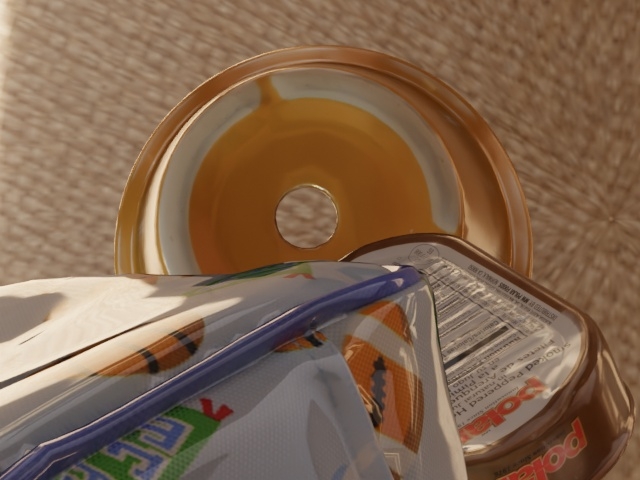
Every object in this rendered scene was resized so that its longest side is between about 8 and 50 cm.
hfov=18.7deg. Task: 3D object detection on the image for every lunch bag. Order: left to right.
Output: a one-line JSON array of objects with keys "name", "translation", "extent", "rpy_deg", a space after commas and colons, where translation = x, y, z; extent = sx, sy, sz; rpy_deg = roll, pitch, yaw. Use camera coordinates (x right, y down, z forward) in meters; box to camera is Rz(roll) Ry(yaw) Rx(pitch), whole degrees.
[{"name": "lunch bag", "translation": [-0.115, 0.095, 0.422], "extent": [0.243, 0.303, 0.115], "rpy_deg": [-8, 103, 43]}]

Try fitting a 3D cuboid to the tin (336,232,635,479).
[{"name": "tin", "translation": [0.034, 0.048, 0.686], "extent": [0.106, 0.189, 0.040], "rpy_deg": [-34, 115, -11]}]

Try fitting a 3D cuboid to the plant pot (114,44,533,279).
[{"name": "plant pot", "translation": [0.000, 0.000, 0.888], "extent": [0.205, 0.188, 0.205], "rpy_deg": [0, 83, 2]}]
